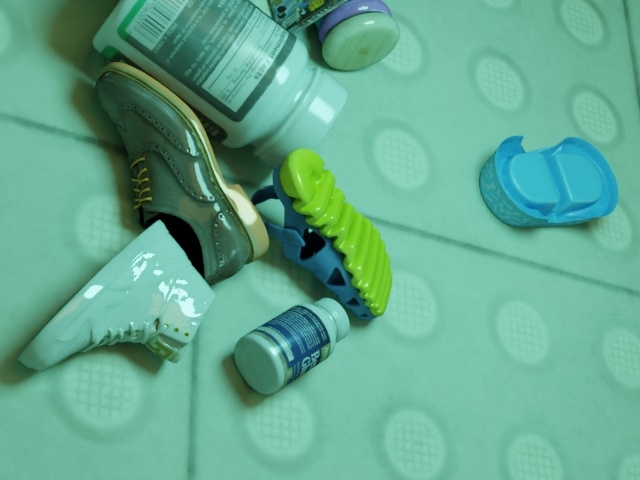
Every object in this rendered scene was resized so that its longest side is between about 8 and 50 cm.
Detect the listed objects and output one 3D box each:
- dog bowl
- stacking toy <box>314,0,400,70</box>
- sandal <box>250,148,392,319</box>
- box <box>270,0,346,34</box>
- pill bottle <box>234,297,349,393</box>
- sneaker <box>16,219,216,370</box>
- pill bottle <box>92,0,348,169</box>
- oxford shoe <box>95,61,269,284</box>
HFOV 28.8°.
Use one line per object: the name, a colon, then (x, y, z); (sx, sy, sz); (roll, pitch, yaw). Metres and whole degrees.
dog bowl: (0.416, -0.102, 2.294); (0.297, 0.074, 0.166); (-3, 68, -34)
stacking toy: (0.022, -0.467, 2.198); (0.141, 0.141, 0.330); (-3, 61, -35)
sandal: (0.000, 0.000, 1.929); (0.317, 0.138, 0.126); (55, 33, -25)
box: (-0.024, -0.417, 2.120); (0.027, 0.137, 0.094); (10, 60, -51)
pill bottle: (-0.037, 0.149, 1.842); (0.169, 0.094, 0.094); (-29, 84, -40)
sneaker: (-0.261, 0.116, 1.702); (0.169, 0.108, 0.292); (50, 54, -6)
pill bottle: (-0.149, -0.272, 1.915); (0.361, 0.204, 0.204); (37, 51, -13)
oxford shoe: (-0.228, -0.099, 1.827); (0.132, 0.130, 0.364); (-37, 88, -33)
